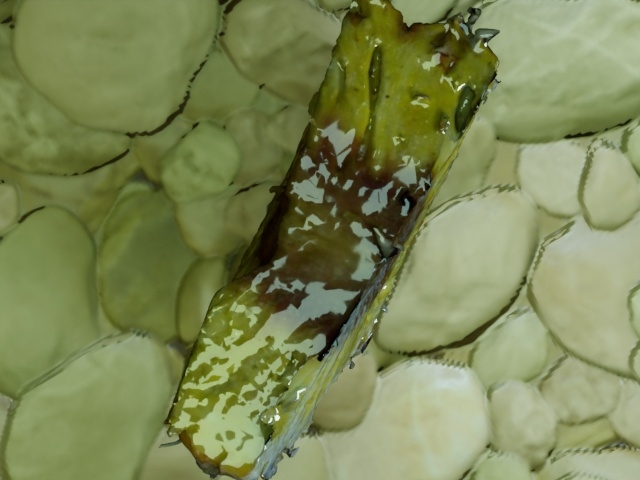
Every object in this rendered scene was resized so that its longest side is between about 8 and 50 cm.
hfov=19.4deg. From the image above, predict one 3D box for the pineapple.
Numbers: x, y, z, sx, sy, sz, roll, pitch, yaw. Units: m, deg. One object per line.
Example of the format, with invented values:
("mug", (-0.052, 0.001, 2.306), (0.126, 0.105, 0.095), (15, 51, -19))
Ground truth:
("pineapple", (0.001, 0.001, 0.847), (0.079, 0.135, 0.233), (28, 87, 8))
